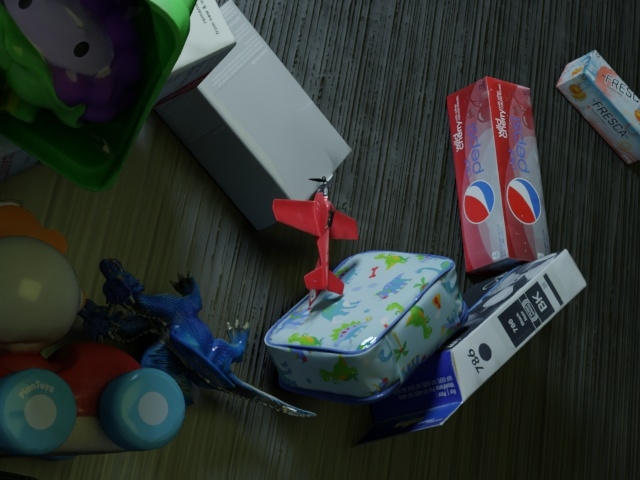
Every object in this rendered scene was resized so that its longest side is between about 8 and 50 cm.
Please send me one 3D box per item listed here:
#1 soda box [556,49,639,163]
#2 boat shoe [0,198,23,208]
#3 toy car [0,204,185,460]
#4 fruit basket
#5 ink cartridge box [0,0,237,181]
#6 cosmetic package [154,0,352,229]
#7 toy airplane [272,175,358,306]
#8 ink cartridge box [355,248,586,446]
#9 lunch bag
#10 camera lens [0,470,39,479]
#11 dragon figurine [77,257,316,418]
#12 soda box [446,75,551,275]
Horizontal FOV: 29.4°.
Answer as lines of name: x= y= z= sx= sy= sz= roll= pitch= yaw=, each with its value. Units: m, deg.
soda box: x=0.451 y=-0.206 z=1.894 sx=0.183 sy=0.063 sz=0.058 roll=43 pitch=53 yaw=-18
boat shoe: x=-0.387 y=0.033 z=1.141 sx=0.277 sy=0.098 sz=0.096 roll=-16 pitch=84 yaw=-41
toy car: x=-0.258 y=0.082 z=1.132 sx=0.210 sy=0.219 sz=0.238 roll=4 pitch=77 yaw=-36
fruit basket: x=-0.303 y=-0.173 z=0.952 sx=0.392 sy=0.283 sz=0.392 roll=13 pitch=55 yaw=-20
ink cartridge box: x=-0.243 y=-0.164 z=1.204 sx=0.273 sy=0.197 sz=0.114 roll=-28 pitch=93 yaw=-18
cosmetic package: x=-0.089 y=-0.145 z=1.433 sx=0.238 sy=0.107 sz=0.127 roll=54 pitch=52 yaw=-14
toy airplane: x=0.000 y=0.000 z=1.389 sx=0.151 sy=0.028 sz=0.151 roll=5 pitch=84 yaw=-49
ink cartridge box: x=0.175 y=0.127 z=1.499 sx=0.332 sy=0.165 sz=0.065 roll=-37 pitch=98 yaw=-41
lunch bag: x=0.052 y=0.096 z=1.412 sx=0.219 sy=0.176 sz=0.090 roll=-41 pitch=123 yaw=-41
camera lens: x=-0.316 y=0.333 z=1.011 sx=0.219 sy=0.219 sz=0.274 roll=15 pitch=66 yaw=-33
dragon figurine: x=-0.136 y=0.126 z=1.275 sx=0.289 sy=0.085 sz=0.144 roll=49 pitch=24 yaw=-12
soda box: x=0.244 y=-0.085 z=1.679 sx=0.092 sy=0.083 sz=0.263 roll=9 pitch=69 yaw=-36
